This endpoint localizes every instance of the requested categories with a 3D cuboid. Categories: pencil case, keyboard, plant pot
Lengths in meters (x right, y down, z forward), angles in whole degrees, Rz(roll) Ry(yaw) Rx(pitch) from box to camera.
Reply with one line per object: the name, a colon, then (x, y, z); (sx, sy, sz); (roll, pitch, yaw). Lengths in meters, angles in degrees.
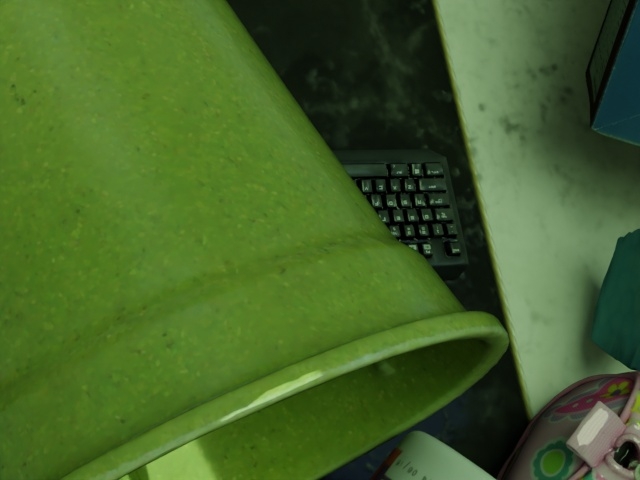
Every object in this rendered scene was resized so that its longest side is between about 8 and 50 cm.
pencil case: (0.222, 0.196, 0.921); (0.284, 0.124, 0.124); (45, 62, -6)
keyboard: (0.000, 0.000, 0.926); (0.180, 0.023, 0.108); (-2, 77, -26)
plant pot: (-0.094, -0.001, 0.767); (0.276, 0.276, 0.253); (-19, 73, -29)

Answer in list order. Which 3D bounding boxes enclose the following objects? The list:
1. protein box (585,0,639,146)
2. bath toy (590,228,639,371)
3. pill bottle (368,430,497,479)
protein box: (0.278, -0.141, 0.950); (0.200, 0.136, 0.201); (17, 111, 1)
bath toy: (0.339, 0.043, 0.997); (0.348, 0.151, 0.129); (8, 105, -27)
pill bottle: (0.028, 0.199, 0.818); (0.108, 0.108, 0.193); (41, 82, -11)
